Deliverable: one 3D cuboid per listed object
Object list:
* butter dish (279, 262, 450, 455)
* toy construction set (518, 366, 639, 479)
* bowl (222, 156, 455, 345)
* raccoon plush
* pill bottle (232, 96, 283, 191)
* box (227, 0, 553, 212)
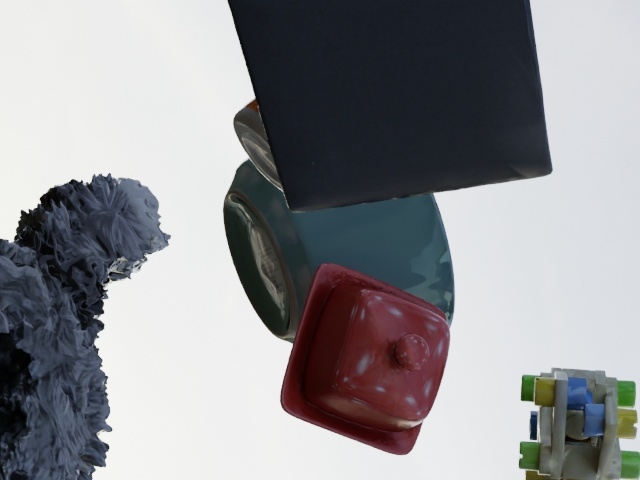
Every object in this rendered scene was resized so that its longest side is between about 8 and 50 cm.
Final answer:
[{"bbox_3d":[0.063,0.112,1.396,0.118,0.160,0.160,-17,-127,62],"label":"butter dish"},{"bbox_3d":[0.251,0.270,1.514,0.215,0.151,0.328,-74,180,-69],"label":"toy construction set"},{"bbox_3d":[0.000,0.000,1.608,0.311,0.163,0.311,54,-24,38],"label":"bowl"},{"bbox_3d":[-0.299,0.131,1.103,0.299,0.446,0.216,-30,-91,25],"label":"raccoon plush"},{"bbox_3d":[0.011,-0.112,1.156,0.086,0.152,0.086,44,-15,15],"label":"pill bottle"},{"bbox_3d":[0.031,-0.253,0.934,0.312,0.179,0.343,-89,167,-49],"label":"box"}]
